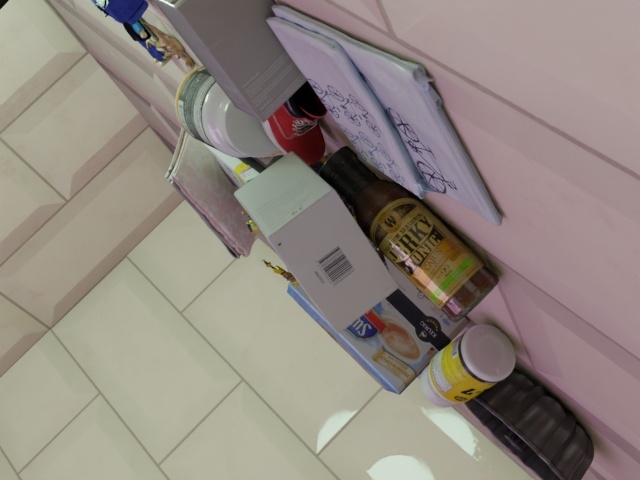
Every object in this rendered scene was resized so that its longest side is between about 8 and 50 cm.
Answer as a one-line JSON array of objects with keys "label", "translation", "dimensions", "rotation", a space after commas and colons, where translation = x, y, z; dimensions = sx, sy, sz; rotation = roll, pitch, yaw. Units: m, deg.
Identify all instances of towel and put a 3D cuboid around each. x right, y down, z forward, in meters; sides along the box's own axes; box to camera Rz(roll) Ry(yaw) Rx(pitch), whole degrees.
[{"label": "towel", "translation": [-0.247, -0.167, 2.272], "dimensions": [0.053, 0.317, 0.332], "rotation": [-13, 136, 27]}]

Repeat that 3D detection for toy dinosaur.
[{"label": "toy dinosaur", "translation": [-0.356, -0.459, 2.099], "dimensions": [0.092, 0.053, 0.183], "rotation": [14, 159, 46]}]

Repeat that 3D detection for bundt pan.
[{"label": "bundt pan", "translation": [0.458, 0.397, 1.983], "dimensions": [0.331, 0.124, 0.331], "rotation": [45, 173, 7]}]

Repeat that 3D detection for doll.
[{"label": "doll", "translation": [-0.449, -0.513, 2.252], "dimensions": [0.129, 0.046, 0.189], "rotation": [35, 168, 47]}]

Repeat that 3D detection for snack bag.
[{"label": "snack bag", "translation": [0.090, -0.165, 1.270], "dimensions": [0.342, 0.037, 0.323], "rotation": [37, 168, 46]}]

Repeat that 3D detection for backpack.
[{"label": "backpack", "translation": [-0.436, -0.519, 1.958], "dimensions": [0.120, 0.098, 0.101], "rotation": [37, 173, 42]}]

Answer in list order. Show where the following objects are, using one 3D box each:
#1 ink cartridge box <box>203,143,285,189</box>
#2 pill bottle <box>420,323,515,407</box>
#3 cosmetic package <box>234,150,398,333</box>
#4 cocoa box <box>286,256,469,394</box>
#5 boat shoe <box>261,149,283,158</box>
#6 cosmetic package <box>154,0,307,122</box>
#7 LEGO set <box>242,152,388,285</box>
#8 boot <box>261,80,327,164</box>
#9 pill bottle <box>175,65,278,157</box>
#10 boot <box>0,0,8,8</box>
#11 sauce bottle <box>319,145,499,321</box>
[{"label": "ink cartridge box", "translation": [-0.100, -0.133, 2.109], "dimensions": [0.306, 0.131, 0.226], "rotation": [40, 171, 27]}, {"label": "pill bottle", "translation": [0.293, 0.261, 1.855], "dimensions": [0.119, 0.119, 0.208], "rotation": [44, 145, 4]}, {"label": "cosmetic package", "translation": [-0.010, -0.003, 1.552], "dimensions": [0.224, 0.138, 0.224], "rotation": [55, 176, -29]}, {"label": "cocoa box", "translation": [0.119, 0.149, 2.069], "dimensions": [0.347, 0.228, 0.231], "rotation": [45, 173, 3]}, {"label": "boat shoe", "translation": [-0.127, -0.204, 1.984], "dimensions": [0.170, 0.063, 0.059], "rotation": [2, 154, 42]}, {"label": "cosmetic package", "translation": [-0.123, -0.303, 1.336], "dimensions": [0.107, 0.127, 0.238], "rotation": [35, 166, 51]}, {"label": "LEGO set", "translation": [0.000, 0.000, 1.793], "dimensions": [0.331, 0.255, 0.192], "rotation": [71, -178, -49]}, {"label": "boot", "translation": [-0.027, -0.199, 1.546], "dimensions": [0.176, 0.088, 0.244], "rotation": [35, 164, 46]}, {"label": "pill bottle", "translation": [-0.166, -0.246, 1.739], "dimensions": [0.162, 0.162, 0.278], "rotation": [49, 171, -28]}, {"label": "boot", "translation": [-0.705, -0.611, 1.723], "dimensions": [0.367, 0.445, 0.146], "rotation": [39, 133, -19]}, {"label": "sauce bottle", "translation": [0.138, -0.016, 1.521], "dimensions": [0.344, 0.111, 0.111], "rotation": [43, 172, 12]}]
